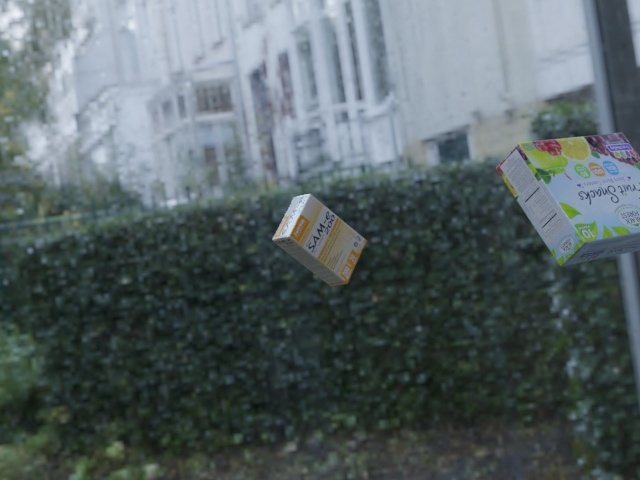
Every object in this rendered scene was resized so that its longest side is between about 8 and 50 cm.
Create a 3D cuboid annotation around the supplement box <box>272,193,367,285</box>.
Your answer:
[{"bbox_3d":[0.000,0.000,1.474,0.098,0.062,0.036,38,-26,-27],"label":"supplement box"}]

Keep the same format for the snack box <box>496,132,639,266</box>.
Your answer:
[{"bbox_3d":[0.222,-0.036,1.037,0.141,0.100,0.037,-10,-29,-41],"label":"snack box"}]
